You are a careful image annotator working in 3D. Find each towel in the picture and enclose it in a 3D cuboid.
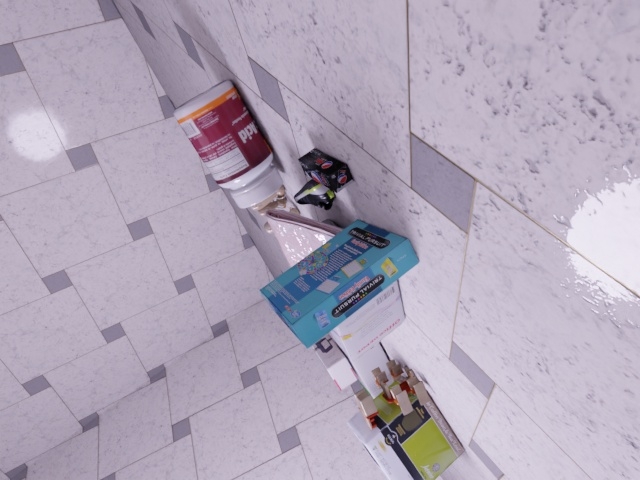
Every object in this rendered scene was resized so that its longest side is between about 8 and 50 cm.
[{"bbox_3d":[-0.003,0.048,1.505,0.317,0.053,0.332,18,149,28],"label":"towel"}]

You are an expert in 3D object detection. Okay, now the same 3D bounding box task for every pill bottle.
[{"bbox_3d":[-0.303,-0.322,1.610,0.392,0.224,0.224,60,167,-24],"label":"pill bottle"}]

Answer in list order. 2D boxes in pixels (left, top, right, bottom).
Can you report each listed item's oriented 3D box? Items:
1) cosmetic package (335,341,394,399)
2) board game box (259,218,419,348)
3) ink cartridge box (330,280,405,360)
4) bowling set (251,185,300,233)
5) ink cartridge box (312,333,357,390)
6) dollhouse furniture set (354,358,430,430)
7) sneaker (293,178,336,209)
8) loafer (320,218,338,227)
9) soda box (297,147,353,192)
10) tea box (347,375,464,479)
[{"bbox_3d":[0.217,0.556,2.152,0.365,0.155,0.197,60,170,-26],"label":"cosmetic package"},{"bbox_3d":[0.038,0.092,1.172,0.079,0.336,0.254,60,167,-24],"label":"board game box"},{"bbox_3d":[0.116,0.189,1.394,0.131,0.226,0.306,45,164,38],"label":"ink cartridge box"},{"bbox_3d":[-0.211,-0.190,1.893,0.287,0.154,0.200,58,-174,-21],"label":"bowling set"},{"bbox_3d":[0.051,0.533,2.131,0.237,0.100,0.172,47,167,54],"label":"ink cartridge box"},{"bbox_3d":[0.275,0.616,1.854,0.135,0.259,0.262,67,167,-10],"label":"dollhouse furniture set"},{"bbox_3d":[-0.013,-0.123,1.382,0.097,0.084,0.234,54,168,-2],"label":"sneaker"},{"bbox_3d":[0.000,0.000,1.588,0.112,0.111,0.319,55,167,-3],"label":"loafer"},{"bbox_3d":[0.011,-0.180,1.196,0.169,0.060,0.053,38,160,52],"label":"soda box"},{"bbox_3d":[0.347,0.807,1.929,0.329,0.323,0.220,58,167,-11],"label":"tea box"}]
